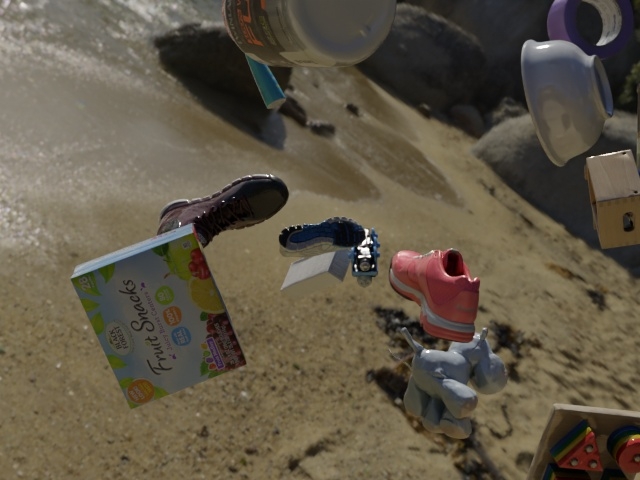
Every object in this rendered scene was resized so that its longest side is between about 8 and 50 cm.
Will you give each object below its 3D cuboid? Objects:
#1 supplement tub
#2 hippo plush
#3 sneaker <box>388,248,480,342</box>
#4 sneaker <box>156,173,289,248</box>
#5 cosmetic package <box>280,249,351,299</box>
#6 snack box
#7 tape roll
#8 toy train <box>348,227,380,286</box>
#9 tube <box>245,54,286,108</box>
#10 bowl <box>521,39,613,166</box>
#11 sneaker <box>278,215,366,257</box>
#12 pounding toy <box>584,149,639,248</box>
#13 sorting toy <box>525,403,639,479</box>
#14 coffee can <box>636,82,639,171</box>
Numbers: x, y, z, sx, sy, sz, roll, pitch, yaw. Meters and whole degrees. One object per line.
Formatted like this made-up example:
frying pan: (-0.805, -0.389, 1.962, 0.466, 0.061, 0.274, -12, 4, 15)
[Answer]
supplement tub: (-0.037, -0.402, 1.327, 0.207, 0.207, 0.338, 29, -3, -29)
hippo plush: (0.349, 0.352, 2.032, 0.237, 0.234, 0.294, -25, 65, -32)
sneaker: (0.225, 0.068, 1.449, 0.116, 0.136, 0.314, 11, 19, -18)
sneaker: (-0.198, -0.029, 1.516, 0.162, 0.281, 0.106, -83, 152, -58)
cosmetic package: (-0.012, 0.088, 2.124, 0.060, 0.239, 0.099, 37, 57, -21)
snack box: (-0.219, 0.104, 1.069, 0.070, 0.175, 0.207, -127, -162, -74)
tape roll: (0.653, -0.527, 1.874, 0.189, 0.189, 0.080, 35, -5, -13)
toy train: (0.107, 0.040, 1.904, 0.080, 0.105, 0.184, -3, 28, 2)
tube: (-0.153, -0.426, 1.905, 0.207, 0.052, 0.080, 63, -1, 4)
bowl: (0.561, -0.321, 1.715, 0.298, 0.134, 0.297, 26, 58, -51)
sneaker: (0.000, 0.000, 1.631, 0.191, 0.083, 0.071, -5, 66, -14)
pounding toy: (0.569, -0.087, 1.490, 0.206, 0.094, 0.181, -83, 157, -44)
sorting toy: (0.635, 0.519, 1.790, 0.257, 0.255, 0.089, 8, 22, -10)
coffee can: (0.816, -0.219, 1.738, 0.202, 0.275, 0.201, 2, -3, 0)
